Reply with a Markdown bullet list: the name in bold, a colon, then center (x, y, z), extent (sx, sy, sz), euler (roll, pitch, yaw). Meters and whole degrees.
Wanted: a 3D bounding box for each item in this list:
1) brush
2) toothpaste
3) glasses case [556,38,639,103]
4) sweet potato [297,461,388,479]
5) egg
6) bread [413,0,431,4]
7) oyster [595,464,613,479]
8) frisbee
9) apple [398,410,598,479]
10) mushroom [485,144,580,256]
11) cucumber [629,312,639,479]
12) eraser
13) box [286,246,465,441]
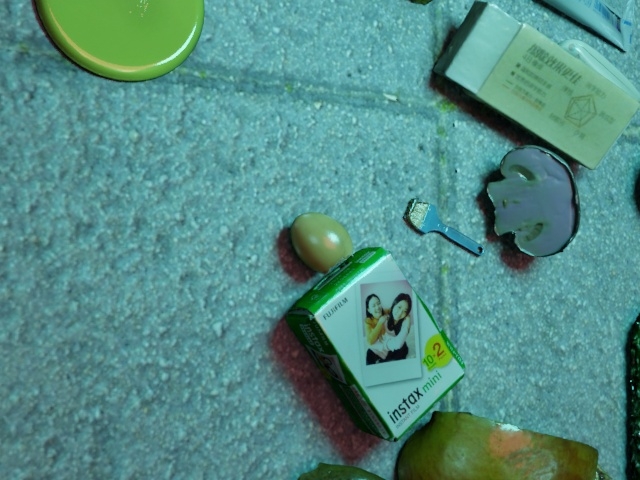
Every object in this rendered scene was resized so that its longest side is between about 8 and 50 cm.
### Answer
- **brush**: center (0.209, -0.017, 1.220), extent (0.164, 0.014, 0.051), euler (28, 75, -21)
- **toothpaste**: center (0.484, -0.454, 1.372), extent (0.299, 0.073, 0.114), euler (15, 78, -30)
- **glasses case**: center (0.503, -0.294, 1.351), extent (0.204, 0.081, 0.051), euler (33, 70, -17)
- **sweet potato**: center (0.081, 0.368, 1.050), extent (0.244, 0.077, 0.077), euler (12, 78, 1)
- **egg**: center (0.000, 0.000, 1.084), extent (0.080, 0.080, 0.096), euler (-36, 91, -24)
- **bread**: center (0.180, -0.450, 1.210), extent (0.035, 0.090, 0.094), euler (-1, 85, -21)
- **oyster**: center (0.460, 0.455, 1.254), extent (0.121, 0.045, 0.146), euler (-51, 138, -27)
- **frisbee**: center (-0.273, -0.337, 1.025), extent (0.236, 0.017, 0.235), euler (3, 83, -25)
- **apple**: center (0.297, 0.372, 1.160), extent (0.346, 0.254, 0.179), euler (19, 34, -24)
- **mushroom**: center (0.368, -0.068, 1.247), extent (0.117, 0.141, 0.188), euler (-13, 92, -60)
- **cucumber**: center (0.605, 0.284, 1.334), extent (0.096, 0.096, 0.359), euler (5, 80, -25)
- **eraser**: center (0.370, -0.260, 1.257), extent (0.343, 0.078, 0.144), euler (27, 104, -19)
- **box**: center (0.084, 0.153, 1.094), extent (0.180, 0.103, 0.250), euler (-38, 100, -23)
